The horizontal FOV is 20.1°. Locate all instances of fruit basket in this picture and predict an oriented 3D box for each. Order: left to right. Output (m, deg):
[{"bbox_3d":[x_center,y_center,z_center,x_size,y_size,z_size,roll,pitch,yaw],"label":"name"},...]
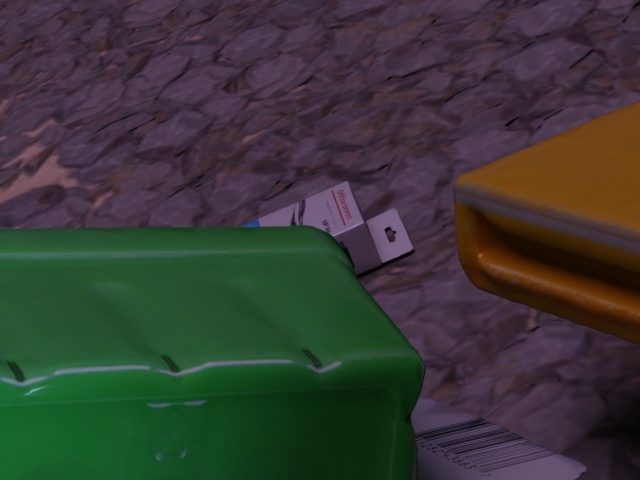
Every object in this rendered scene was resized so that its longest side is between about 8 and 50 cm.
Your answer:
[{"bbox_3d":[-0.128,0.072,0.710,0.327,0.165,0.353,-1,4,-30],"label":"fruit basket"}]

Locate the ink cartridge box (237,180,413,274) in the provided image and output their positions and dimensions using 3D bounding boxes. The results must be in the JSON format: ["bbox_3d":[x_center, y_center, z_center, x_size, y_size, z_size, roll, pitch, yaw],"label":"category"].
[{"bbox_3d":[0.000,0.000,0.905,0.083,0.028,0.048,-23,30,2],"label":"ink cartridge box"}]

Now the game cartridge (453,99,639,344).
[{"bbox_3d":[0.260,-0.024,0.663,0.323,0.053,0.285,-21,24,-32],"label":"game cartridge"}]
